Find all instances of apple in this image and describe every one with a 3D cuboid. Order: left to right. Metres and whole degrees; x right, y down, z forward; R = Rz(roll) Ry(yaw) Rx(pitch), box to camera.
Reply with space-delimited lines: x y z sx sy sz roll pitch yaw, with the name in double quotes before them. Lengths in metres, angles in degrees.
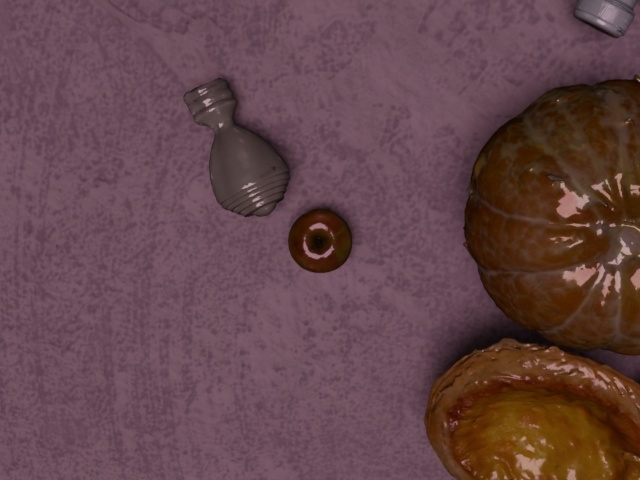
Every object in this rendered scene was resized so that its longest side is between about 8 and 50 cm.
"apple" 0.000 0.000 1.023 0.089 0.074 0.090 2 104 8

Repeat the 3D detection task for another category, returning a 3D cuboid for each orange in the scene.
"orange" 0.332 -0.022 0.870 0.329 0.249 0.329 2 100 12

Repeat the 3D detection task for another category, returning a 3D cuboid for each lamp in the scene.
"lamp" -0.112 -0.121 0.998 0.106 0.106 0.193 -25 91 16

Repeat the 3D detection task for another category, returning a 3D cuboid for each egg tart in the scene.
"egg tart" 0.300 0.241 0.996 0.318 0.128 0.319 10 123 15

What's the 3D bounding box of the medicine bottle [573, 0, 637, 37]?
"medicine bottle" 0.377 -0.350 0.851 0.121 0.083 0.229 27 110 -2
